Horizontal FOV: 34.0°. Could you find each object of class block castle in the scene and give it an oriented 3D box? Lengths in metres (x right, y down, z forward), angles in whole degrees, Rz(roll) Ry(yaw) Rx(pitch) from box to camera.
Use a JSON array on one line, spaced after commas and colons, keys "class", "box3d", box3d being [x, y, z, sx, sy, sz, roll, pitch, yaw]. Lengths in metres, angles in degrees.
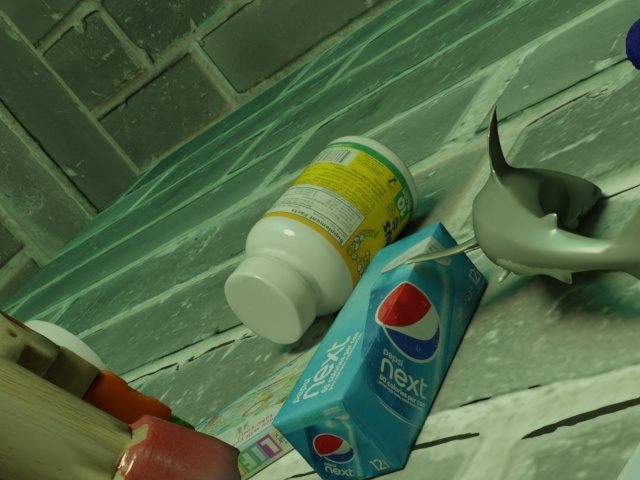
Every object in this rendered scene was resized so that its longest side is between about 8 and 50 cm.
[{"class": "block castle", "box3d": [-0.208, 0.223, 0.663, 0.303, 0.213, 0.453, -62, 14, -15]}]

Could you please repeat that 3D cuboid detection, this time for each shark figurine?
[{"class": "shark figurine", "box3d": [0.139, -0.032, 0.680, 0.166, 0.116, 0.278, -9, 9, -1]}]

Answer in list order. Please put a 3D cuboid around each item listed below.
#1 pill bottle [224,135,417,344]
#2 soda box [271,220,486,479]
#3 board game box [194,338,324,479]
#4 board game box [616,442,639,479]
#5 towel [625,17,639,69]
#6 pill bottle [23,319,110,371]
[{"class": "pill bottle", "box3d": [0.000, 0.000, 1.025, 0.117, 0.117, 0.208, -22, 22, 50]}, {"class": "soda box", "box3d": [0.050, 0.077, 0.764, 0.071, 0.067, 0.210, -28, 19, 39]}, {"class": "board game box", "box3d": [-0.050, 0.152, 0.868, 0.154, 0.026, 0.103, -35, 14, 16]}, {"class": "board game box", "box3d": [0.274, 0.033, 0.368, 0.390, 0.050, 0.390, -47, 15, -29]}, {"class": "towel", "box3d": [0.334, -0.149, 0.658, 0.227, 0.076, 0.308, -22, 9, 7]}, {"class": "pill bottle", "box3d": [-0.357, 0.240, 1.050, 0.188, 0.188, 0.334, -24, 20, 47]}]
